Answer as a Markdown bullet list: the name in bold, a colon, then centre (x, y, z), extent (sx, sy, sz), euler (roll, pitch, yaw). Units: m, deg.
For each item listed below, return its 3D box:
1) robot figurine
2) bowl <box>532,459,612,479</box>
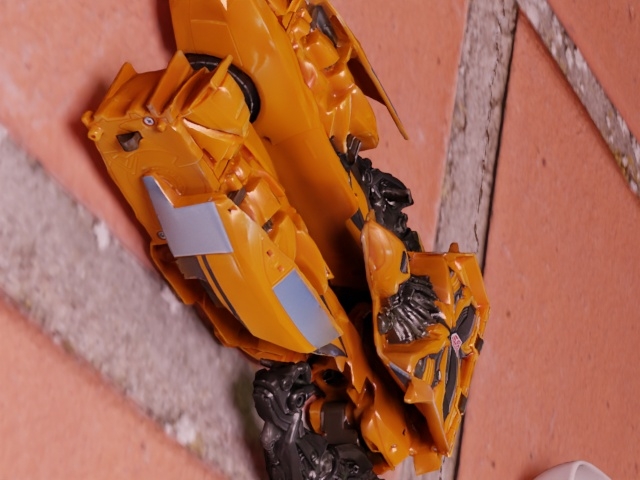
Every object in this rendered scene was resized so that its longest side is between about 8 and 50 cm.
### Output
- **robot figurine**: centre (0.000, 0.000, 0.842), extent (0.291, 0.085, 0.211), euler (57, 37, -35)
- **bowl**: centre (0.162, 0.220, 1.098), extent (0.142, 0.053, 0.142), euler (43, 47, -48)
